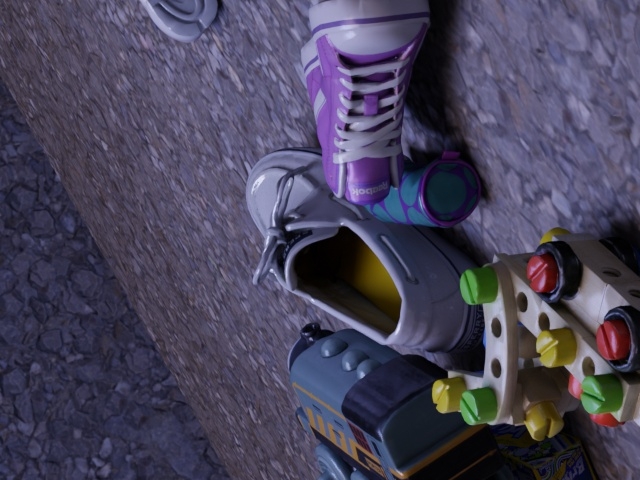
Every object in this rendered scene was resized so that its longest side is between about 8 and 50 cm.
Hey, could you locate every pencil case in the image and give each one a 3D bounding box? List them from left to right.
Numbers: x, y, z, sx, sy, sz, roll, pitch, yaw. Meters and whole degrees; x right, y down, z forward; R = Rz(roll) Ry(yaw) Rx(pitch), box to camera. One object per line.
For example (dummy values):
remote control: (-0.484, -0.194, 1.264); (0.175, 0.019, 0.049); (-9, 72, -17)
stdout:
pencil case: (0.089, -0.048, 1.705); (0.151, 0.064, 0.070); (-171, 86, -68)

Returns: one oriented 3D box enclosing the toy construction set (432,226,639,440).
toy construction set: (0.219, 0.114, 1.445); (0.327, 0.151, 0.215); (34, 126, 41)

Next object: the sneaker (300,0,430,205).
sneaker: (0.047, -0.116, 1.583); (0.282, 0.102, 0.161); (109, 153, -82)

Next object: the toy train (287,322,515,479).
toy train: (0.070, 0.186, 1.805); (0.190, 0.142, 0.334); (66, 165, -21)

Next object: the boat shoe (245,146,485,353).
boat shoe: (-0.002, 0.009, 1.833); (0.367, 0.156, 0.136); (41, 121, 45)

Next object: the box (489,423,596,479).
box: (0.200, 0.213, 1.828); (0.169, 0.059, 0.054); (19, 134, 66)

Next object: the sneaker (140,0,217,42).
sneaker: (-0.200, -0.324, 2.064); (0.235, 0.090, 0.095); (63, 173, -4)
